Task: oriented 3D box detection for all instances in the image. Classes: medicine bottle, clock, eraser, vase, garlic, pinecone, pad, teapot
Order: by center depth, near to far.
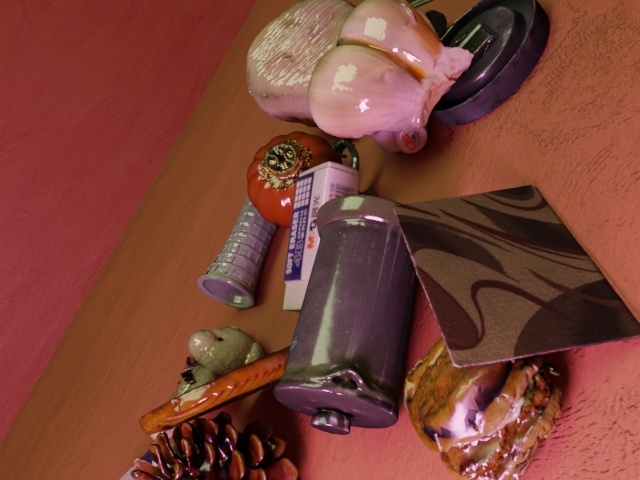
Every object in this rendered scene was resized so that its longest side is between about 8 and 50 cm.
[{"bbox_3d":[0.231,0.025,0.831,0.220,0.004,0.330,-9,36,-2],"label":"pad"},{"bbox_3d":[0.046,0.133,1.009,0.270,0.200,0.337,116,171,-63],"label":"teapot"},{"bbox_3d":[-0.180,0.396,1.017,0.264,0.264,0.264,-40,32,31],"label":"pinecone"},{"bbox_3d":[0.300,-0.343,1.219,0.280,0.055,0.280,-40,31,31],"label":"clock"},{"bbox_3d":[0.107,-0.327,1.238,0.313,0.249,0.286,41,114,51],"label":"garlic"},{"bbox_3d":[0.000,0.000,1.240,0.124,0.081,0.279,-13,68,57],"label":"eraser"},{"bbox_3d":[0.154,-0.243,1.326,0.115,0.078,0.219,-38,29,8],"label":"medicine bottle"},{"bbox_3d":[-0.170,-0.001,1.551,0.143,0.143,0.299,-20,43,50],"label":"vase"}]

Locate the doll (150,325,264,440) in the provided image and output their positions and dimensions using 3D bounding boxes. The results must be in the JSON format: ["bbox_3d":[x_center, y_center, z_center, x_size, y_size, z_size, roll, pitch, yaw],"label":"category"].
[{"bbox_3d":[-0.256,0.286,1.334,0.278,0.149,0.175,-50,34,-9],"label":"doll"}]

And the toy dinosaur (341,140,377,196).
[{"bbox_3d":[0.026,-0.068,1.342,0.188,0.075,0.248,-23,64,43],"label":"toy dinosaur"}]

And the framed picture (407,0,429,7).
[{"bbox_3d":[0.293,-0.682,1.638,0.273,0.016,0.216,1,62,59],"label":"framed picture"}]

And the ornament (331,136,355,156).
[{"bbox_3d":[0.046,-0.239,1.561,0.073,0.028,0.125,-50,30,13],"label":"ornament"}]

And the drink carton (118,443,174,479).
[{"bbox_3d":[-0.355,0.533,1.321,0.222,0.102,0.134,-45,31,22],"label":"drink carton"}]

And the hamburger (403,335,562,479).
[{"bbox_3d":[0.182,0.177,0.781,0.183,0.130,0.206,-50,25,8],"label":"hamburger"}]

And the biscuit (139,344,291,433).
[{"bbox_3d":[-0.156,0.257,1.118,0.318,0.318,0.040,-36,75,36],"label":"biscuit"}]

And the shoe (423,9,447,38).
[{"bbox_3d":[0.209,-0.426,1.458,0.194,0.074,0.077,-52,5,15],"label":"shoe"}]

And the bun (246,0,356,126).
[{"bbox_3d":[-0.009,-0.428,1.581,0.362,0.234,0.326,20,83,37],"label":"bun"}]

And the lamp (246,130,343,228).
[{"bbox_3d":[-0.055,-0.134,1.432,0.223,0.196,0.223,-6,66,14],"label":"lamp"}]
